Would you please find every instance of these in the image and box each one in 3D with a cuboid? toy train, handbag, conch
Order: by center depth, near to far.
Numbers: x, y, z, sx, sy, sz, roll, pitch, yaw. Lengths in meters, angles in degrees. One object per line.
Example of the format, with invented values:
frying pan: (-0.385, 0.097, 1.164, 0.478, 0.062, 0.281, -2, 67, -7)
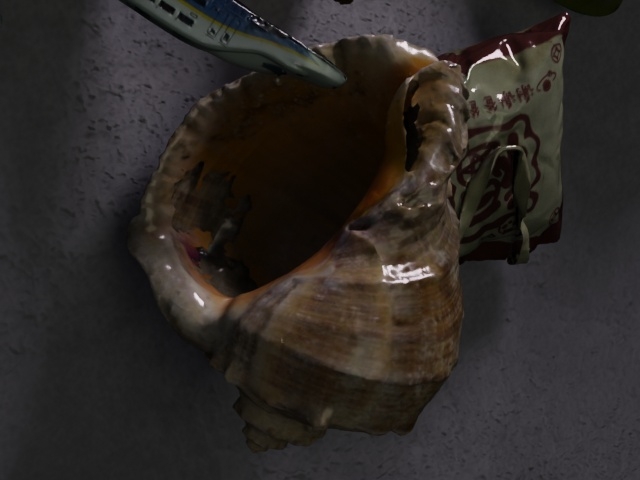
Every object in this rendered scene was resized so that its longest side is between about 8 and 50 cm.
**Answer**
toy train: (-0.087, -0.175, 1.475, 0.234, 0.052, 0.051, 33, 88, -7)
conch: (0.000, 0.006, 1.552, 0.352, 0.297, 0.210, -60, 169, -15)
handbag: (0.133, -0.076, 1.670, 0.213, 0.127, 0.235, -20, 125, -26)

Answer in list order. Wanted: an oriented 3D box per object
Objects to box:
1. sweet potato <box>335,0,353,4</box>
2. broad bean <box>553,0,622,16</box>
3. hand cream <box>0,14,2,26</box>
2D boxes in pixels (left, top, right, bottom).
sweet potato: (-0.011, -0.318, 1.541, 0.077, 0.077, 0.244, -28, 108, -24)
broad bean: (0.171, -0.291, 1.674, 0.325, 0.067, 0.075, 26, 58, -33)
hand cream: (-0.328, -0.211, 1.374, 0.205, 0.050, 0.078, 40, 82, -30)
